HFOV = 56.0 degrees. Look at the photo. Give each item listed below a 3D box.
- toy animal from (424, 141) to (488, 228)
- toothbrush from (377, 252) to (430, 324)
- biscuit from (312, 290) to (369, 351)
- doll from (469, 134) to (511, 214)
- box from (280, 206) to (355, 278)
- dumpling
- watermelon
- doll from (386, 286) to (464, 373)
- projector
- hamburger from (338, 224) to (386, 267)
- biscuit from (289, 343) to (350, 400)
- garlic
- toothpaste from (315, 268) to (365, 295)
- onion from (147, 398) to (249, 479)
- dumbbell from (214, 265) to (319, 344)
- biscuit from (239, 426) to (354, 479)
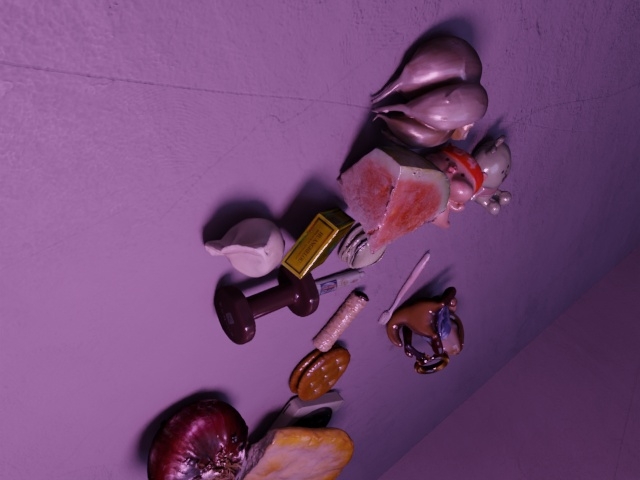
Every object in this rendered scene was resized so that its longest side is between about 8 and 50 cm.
[{"bbox_3d":[0.322,-0.143,1.554,0.171,0.171,0.197,12,121,-53],"label":"toy animal"},{"bbox_3d":[0.272,0.160,1.965,0.030,0.025,0.307,7,123,-42],"label":"toothbrush"},{"bbox_3d":[0.060,0.238,1.793,0.061,0.055,0.219,31,104,-20],"label":"biscuit"},{"bbox_3d":[0.479,-0.192,1.723,0.155,0.113,0.275,-43,142,-19],"label":"doll"},{"bbox_3d":[0.000,0.000,1.365,0.141,0.064,0.220,-53,172,14],"label":"box"},{"bbox_3d":[-0.154,0.017,1.256,0.151,0.124,0.229,-8,174,13],"label":"dumpling"},{"bbox_3d":[0.175,-0.104,1.357,0.232,0.193,0.310,-28,173,21],"label":"watermelon"},{"bbox_3d":[0.395,0.311,2.102,0.318,0.209,0.340,-45,150,8],"label":"doll"},{"bbox_3d":[-0.064,0.645,2.094,0.259,0.079,0.257,9,123,-51],"label":"projector"},{"bbox_3d":[0.116,0.017,1.595,0.140,0.062,0.133,-2,130,-50],"label":"hamburger"},{"bbox_3d":[0.001,0.418,1.923,0.220,0.066,0.220,-31,144,-25],"label":"biscuit"},{"bbox_3d":[0.247,-0.313,1.323,0.237,0.210,0.292,-24,169,39],"label":"garlic"},{"bbox_3d":[0.030,0.119,1.642,0.234,0.038,0.060,-16,135,-33],"label":"toothpaste"},{"bbox_3d":[-0.328,0.565,1.600,0.314,0.232,0.313,-23,122,-43],"label":"onion"},{"bbox_3d":[-0.124,0.143,1.402,0.225,0.140,0.124,-21,180,-33],"label":"dumbbell"},{"bbox_3d":[-0.098,0.747,2.021,0.446,0.104,0.429,6,128,-31],"label":"biscuit"}]
